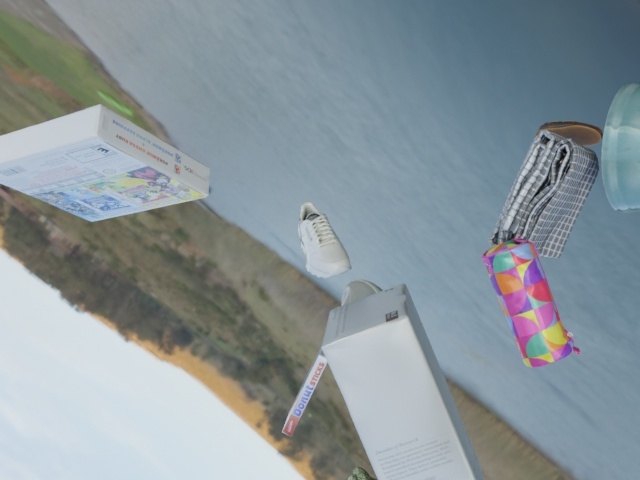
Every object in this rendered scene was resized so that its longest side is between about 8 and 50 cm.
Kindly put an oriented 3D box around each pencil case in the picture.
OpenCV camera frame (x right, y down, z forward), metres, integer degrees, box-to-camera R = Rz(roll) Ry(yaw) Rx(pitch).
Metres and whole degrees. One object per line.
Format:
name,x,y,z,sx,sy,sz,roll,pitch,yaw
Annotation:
pencil case,0.376,0.111,1.394,0.236,0.104,0.104,65,171,-4

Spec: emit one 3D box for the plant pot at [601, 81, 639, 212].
plant pot,0.764,-0.198,1.674,0.196,0.293,0.293,8,152,42

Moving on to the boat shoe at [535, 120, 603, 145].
boat shoe,0.768,-0.338,2.372,0.207,0.073,0.073,12,134,39

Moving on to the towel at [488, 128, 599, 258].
towel,0.508,-0.090,1.728,0.121,0.283,0.235,29,-166,28

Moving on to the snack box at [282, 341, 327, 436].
snack box,-0.023,0.262,1.375,0.022,0.178,0.064,24,-157,0

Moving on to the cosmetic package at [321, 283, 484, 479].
cosmetic package,0.147,0.289,1.311,0.217,0.156,0.384,-59,-54,-79

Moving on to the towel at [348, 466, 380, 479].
towel,0.093,0.330,0.908,0.110,0.027,0.148,39,-176,-22

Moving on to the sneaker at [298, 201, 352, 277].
sneaker,0.000,0.000,1.658,0.235,0.090,0.094,-129,30,-58

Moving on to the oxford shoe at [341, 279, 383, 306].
oxford shoe,0.107,0.229,1.921,0.130,0.169,0.449,9,-154,-17

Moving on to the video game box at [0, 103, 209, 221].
video game box,-0.269,-0.085,0.928,0.205,0.048,0.187,-9,156,29
